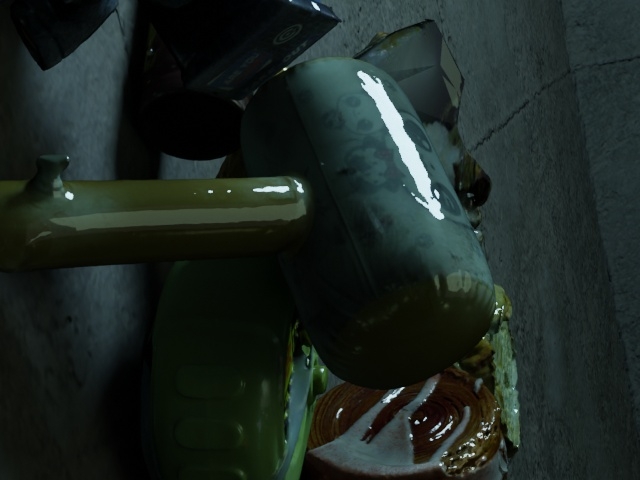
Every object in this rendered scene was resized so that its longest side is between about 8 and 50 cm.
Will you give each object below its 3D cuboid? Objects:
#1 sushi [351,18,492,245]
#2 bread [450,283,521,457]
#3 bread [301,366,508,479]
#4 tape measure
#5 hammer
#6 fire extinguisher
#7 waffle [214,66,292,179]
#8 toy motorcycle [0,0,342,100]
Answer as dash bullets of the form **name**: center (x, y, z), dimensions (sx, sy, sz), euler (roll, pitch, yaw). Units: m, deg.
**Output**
- **sushi**: center (0.085, -0.058, 1.630), dimensions (0.273, 0.134, 0.109), euler (65, -11, -17)
- **bread**: center (0.164, 0.129, 1.837), dimensions (0.232, 0.088, 0.128), euler (65, 31, -59)
- **bread**: center (0.061, 0.162, 1.348), dimensions (0.160, 0.160, 0.073), euler (-71, 157, -58)
- **tape measure**: center (-0.056, 0.086, 1.094), dimensions (0.200, 0.106, 0.175), euler (-73, 163, -52)
- **hammer**: center (-0.057, -0.013, 0.972), dimensions (0.305, 0.113, 0.202), euler (1, 49, -34)
- **fire extinguisher**: center (-0.060, -0.173, 1.210), dimensions (0.075, 0.106, 0.252), euler (79, 12, -52)
- **waffle**: center (-0.039, -0.037, 1.185), dimensions (0.148, 0.042, 0.102), euler (121, -20, -51)
- **toy motorcycle**: center (-0.123, -0.176, 0.904), dimensions (0.213, 0.125, 0.358), euler (56, 18, 13)
